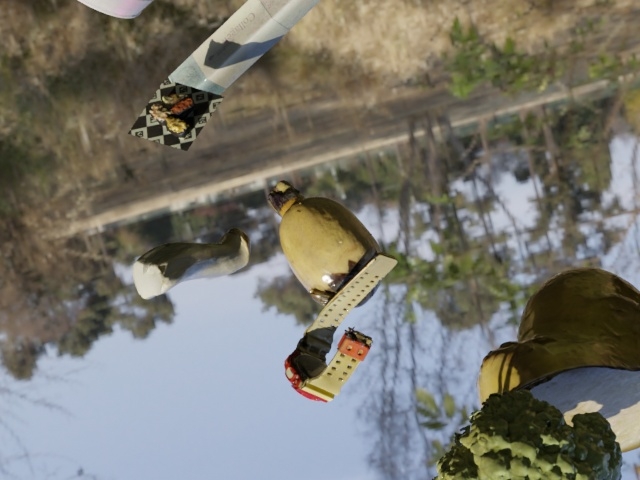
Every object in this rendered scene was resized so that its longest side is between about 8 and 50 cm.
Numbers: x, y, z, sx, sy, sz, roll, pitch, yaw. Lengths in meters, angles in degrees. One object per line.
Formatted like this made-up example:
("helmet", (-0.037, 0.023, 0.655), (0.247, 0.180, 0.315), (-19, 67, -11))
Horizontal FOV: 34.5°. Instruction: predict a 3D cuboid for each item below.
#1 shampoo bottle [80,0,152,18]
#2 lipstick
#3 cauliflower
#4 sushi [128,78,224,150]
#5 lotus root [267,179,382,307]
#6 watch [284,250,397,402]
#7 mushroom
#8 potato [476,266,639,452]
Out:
("shampoo bottle", (-0.343, -0.542, 1.754), (0.266, 0.273, 0.273), (-47, 175, 26))
("lipstick", (-0.128, -0.362, 1.821), (0.317, 0.066, 0.068), (-40, 155, 17))
("cauliflower", (0.265, 0.352, 1.335), (0.327, 0.260, 0.281), (-32, 152, -20))
("sushi", (-0.236, -0.212, 1.661), (0.120, 0.026, 0.126), (17, -120, 22))
("lotus root", (0.000, 0.000, 1.998), (0.183, 0.182, 0.310), (-20, -130, -26))
("watch", (0.041, 0.155, 1.747), (0.268, 0.102, 0.164), (-51, -157, 32))
("mushroom", (-0.288, 0.056, 2.404), (0.159, 0.122, 0.329), (27, -150, 35))
("potato", (0.385, 0.179, 1.658), (0.397, 0.289, 0.296), (2, -134, -21))
